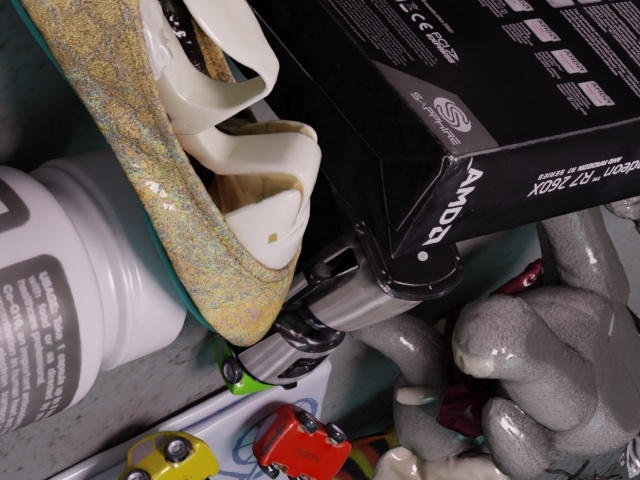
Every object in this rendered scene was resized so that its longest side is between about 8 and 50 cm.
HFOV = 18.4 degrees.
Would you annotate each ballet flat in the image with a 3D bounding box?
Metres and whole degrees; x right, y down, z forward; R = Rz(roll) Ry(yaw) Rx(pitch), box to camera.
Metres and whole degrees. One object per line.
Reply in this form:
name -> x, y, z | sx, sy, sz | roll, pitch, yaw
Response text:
ballet flat -> -0.065, -0.066, 1.130 | 0.123, 0.123, 0.348 | -34, 129, -8

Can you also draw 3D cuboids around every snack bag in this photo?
snack bag -> -0.135, 0.251, 1.807 | 0.323, 0.037, 0.342 | -27, 152, -21

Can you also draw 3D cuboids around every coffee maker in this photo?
coffee maker -> 0.000, 0.000, 1.456 | 0.120, 0.171, 0.178 | 19, 144, -36

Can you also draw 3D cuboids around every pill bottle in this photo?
pill bottle -> -0.232, 0.048, 1.187 | 0.283, 0.161, 0.161 | -20, 150, -33

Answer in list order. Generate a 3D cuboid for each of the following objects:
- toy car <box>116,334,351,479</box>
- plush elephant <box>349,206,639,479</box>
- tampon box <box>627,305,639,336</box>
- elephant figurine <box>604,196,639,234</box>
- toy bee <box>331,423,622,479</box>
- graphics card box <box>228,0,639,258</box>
toy car -> -0.065, 0.125, 1.628 | 0.239, 0.053, 0.225 | -11, 128, -35
plush elephant -> 0.148, 0.111, 1.745 | 0.255, 0.272, 0.330 | -12, 132, 32
tampon box -> 0.274, 0.114, 2.038 | 0.120, 0.101, 0.161 | -42, 155, 9
elephant figurine -> 0.360, -0.107, 1.711 | 0.169, 0.186, 0.239 | 22, 122, -24
toy bee -> 0.125, 0.193, 1.958 | 0.298, 0.162, 0.195 | -10, 176, -35
graphics card box -> 0.126, -0.127, 1.286 | 0.371, 0.233, 0.094 | -13, 146, -43
